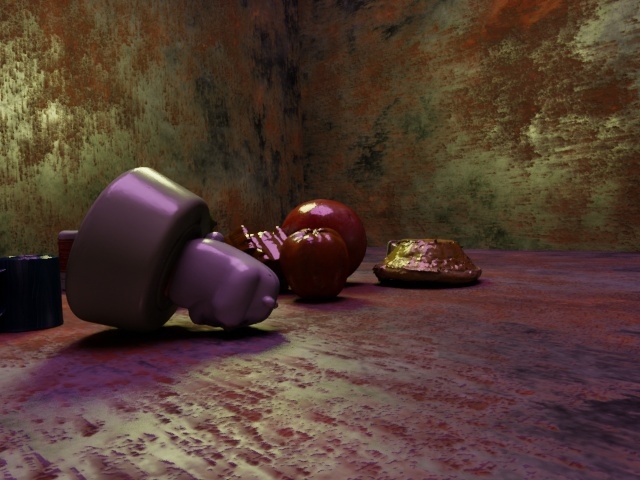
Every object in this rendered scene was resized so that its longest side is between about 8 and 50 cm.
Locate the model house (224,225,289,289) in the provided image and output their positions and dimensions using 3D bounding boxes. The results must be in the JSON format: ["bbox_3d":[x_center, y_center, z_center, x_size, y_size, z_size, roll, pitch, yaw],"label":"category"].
[{"bbox_3d":[-0.194,0.070,1.384,0.229,0.220,0.199,-10,47,-24],"label":"model house"}]

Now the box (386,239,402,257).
[{"bbox_3d":[0.277,0.063,1.734,0.089,0.122,0.062,-3,13,-32],"label":"box"}]

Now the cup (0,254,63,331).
[{"bbox_3d":[-0.570,0.100,0.970,0.113,0.138,0.150,-2,2,-2],"label":"cup"}]

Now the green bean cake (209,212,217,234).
[{"bbox_3d":[-0.485,0.009,1.772,0.156,0.250,0.247,11,3,3],"label":"green bean cake"}]

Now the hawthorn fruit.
[{"bbox_3d":[-0.010,0.057,1.239,0.189,0.189,0.189,-2,2,0],"label":"hawthorn fruit"}]

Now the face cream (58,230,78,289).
[{"bbox_3d":[-0.738,0.059,1.638,0.201,0.187,0.201,-2,2,0],"label":"face cream"}]

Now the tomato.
[{"bbox_3d":[0.000,0.000,1.514,0.264,0.265,0.265,-2,2,0],"label":"tomato"}]

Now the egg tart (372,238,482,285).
[{"bbox_3d":[0.321,0.060,1.513,0.341,0.132,0.341,-1,1,0],"label":"egg tart"}]

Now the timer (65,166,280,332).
[{"bbox_3d":[-0.224,0.059,0.891,0.315,0.291,0.291,22,4,4],"label":"timer"}]
